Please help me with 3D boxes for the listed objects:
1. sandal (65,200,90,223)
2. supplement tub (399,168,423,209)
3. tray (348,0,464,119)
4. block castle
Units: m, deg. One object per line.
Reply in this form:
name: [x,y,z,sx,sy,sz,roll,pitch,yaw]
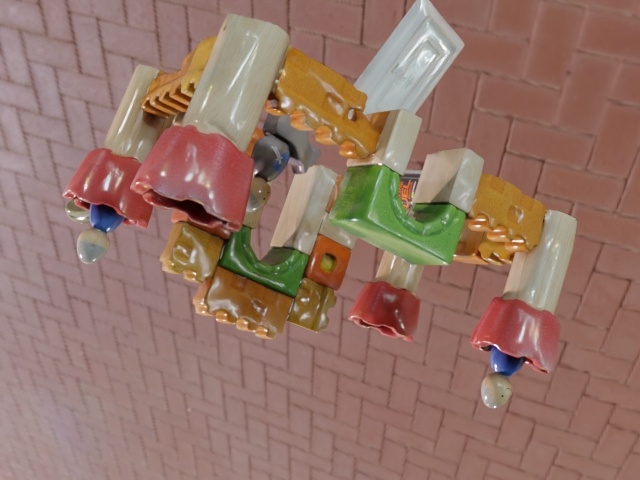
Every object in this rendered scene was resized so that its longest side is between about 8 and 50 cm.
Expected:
sandal: [-0.309,-0.110,1.195,0.303,0.120,0.086,-21,110,39]
supplement tub: [0.187,-0.095,1.541,0.198,0.106,0.106,6,131,44]
tray: [0.152,-0.291,1.348,0.145,0.270,0.030,37,178,-35]
block castle: [0.000,0.000,0.740,0.453,0.213,0.303,26,168,-31]
